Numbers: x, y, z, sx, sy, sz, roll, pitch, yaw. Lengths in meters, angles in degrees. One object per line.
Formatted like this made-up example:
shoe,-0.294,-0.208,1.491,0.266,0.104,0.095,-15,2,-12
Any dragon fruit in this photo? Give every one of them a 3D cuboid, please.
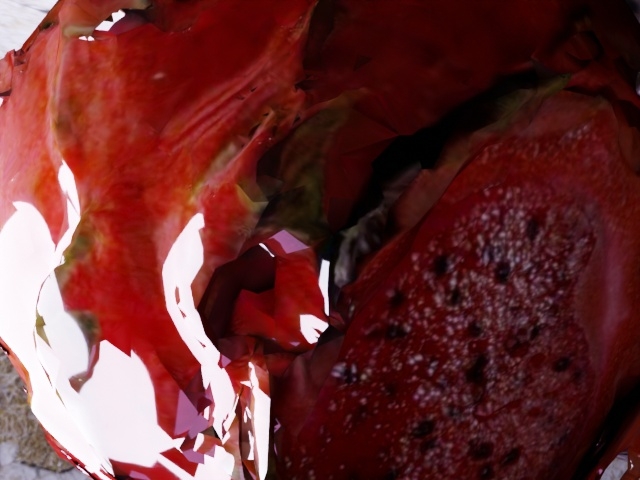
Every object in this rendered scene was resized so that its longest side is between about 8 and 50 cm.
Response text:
dragon fruit,0.000,0.000,0.723,0.301,0.296,0.295,8,168,39

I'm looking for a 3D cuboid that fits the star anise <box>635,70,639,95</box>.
star anise,0.193,-0.093,0.549,0.231,0.089,0.209,-6,141,33
